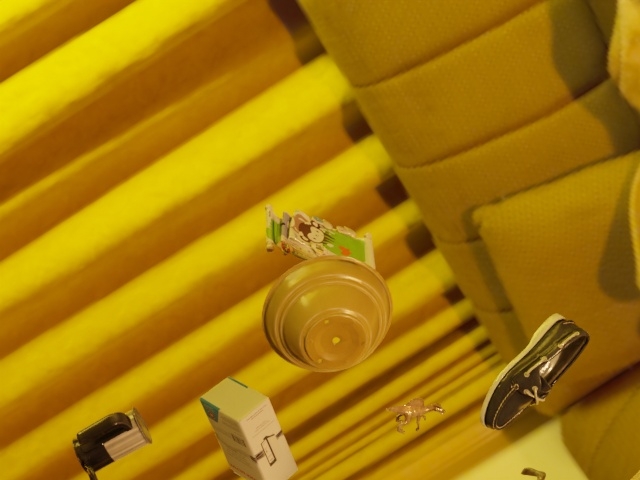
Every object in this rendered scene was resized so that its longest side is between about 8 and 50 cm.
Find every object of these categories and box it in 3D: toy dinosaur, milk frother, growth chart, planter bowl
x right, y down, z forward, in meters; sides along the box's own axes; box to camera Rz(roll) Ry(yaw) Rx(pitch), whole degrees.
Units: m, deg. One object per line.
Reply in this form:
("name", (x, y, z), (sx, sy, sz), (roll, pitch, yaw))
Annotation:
("toy dinosaur", (0.211, 0.416, 2.231), (0.183, 0.092, 0.053), (6, -149, -30))
("milk frother", (-0.397, 0.415, 1.791), (0.143, 0.135, 0.129), (61, 175, 15))
("growth chart", (0.000, 0.000, 1.688), (0.237, 0.021, 0.172), (17, -149, -21))
("planter bowl", (0.019, 0.140, 1.469), (0.217, 0.217, 0.090), (57, -174, -27))

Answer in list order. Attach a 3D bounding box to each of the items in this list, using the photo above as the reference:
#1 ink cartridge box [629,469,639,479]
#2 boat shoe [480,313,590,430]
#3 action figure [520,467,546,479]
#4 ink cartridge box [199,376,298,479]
("ink cartridge box", (0.752, 0.573, 2.024), (0.119, 0.207, 0.353), (48, 169, 10))
("boat shoe", (0.461, 0.293, 1.983), (0.091, 0.302, 0.114), (31, 171, 42))
("action figure", (0.549, 0.708, 2.276), (0.330, 0.179, 0.341), (-64, -42, -57))
("ink cartridge box", (-0.147, 0.401, 1.904), (0.148, 0.086, 0.203), (17, 134, 47))
